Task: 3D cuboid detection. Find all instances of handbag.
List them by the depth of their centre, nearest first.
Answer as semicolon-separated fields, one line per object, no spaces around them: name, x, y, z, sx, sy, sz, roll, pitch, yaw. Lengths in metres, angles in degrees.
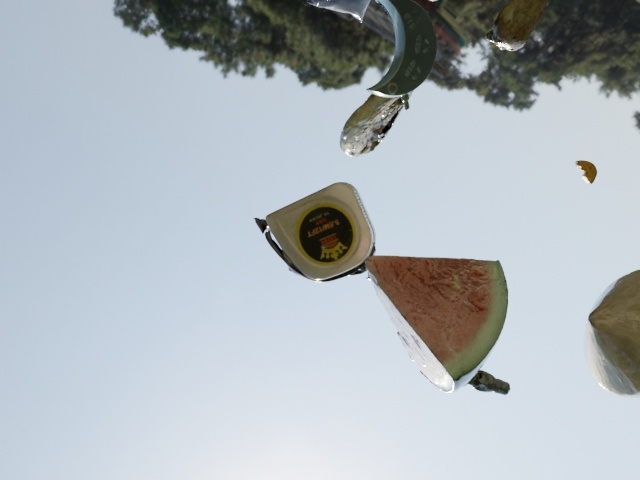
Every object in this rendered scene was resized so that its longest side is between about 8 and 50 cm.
handbag;0.082;-0.845;1.982;0.210;0.254;0.089;17;-119;-10

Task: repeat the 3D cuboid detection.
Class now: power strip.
power strip;0.192;-0.436;1.413;0.167;0.254;0.054;-2;-166;-19

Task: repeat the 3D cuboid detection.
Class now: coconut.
coconut;0.723;0.213;1.333;0.328;0.329;0.329;22;-134;-24

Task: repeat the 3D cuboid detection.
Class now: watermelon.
watermelon;0.245;0.137;1.184;0.292;0.250;0.283;32;-101;-29

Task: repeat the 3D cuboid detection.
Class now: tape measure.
tape measure;0.000;0.000;1.510;0.133;0.271;0.232;-11;-101;-79

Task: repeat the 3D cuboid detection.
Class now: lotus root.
lotus root;0.477;-0.535;1.413;0.094;0.191;0.108;24;-147;-20

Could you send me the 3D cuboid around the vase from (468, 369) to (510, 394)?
vase;0.353;0.328;1.458;0.211;0.060;0.060;13;-147;25

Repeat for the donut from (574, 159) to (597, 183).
donut;0.879;-0.234;2.012;0.083;0.067;0.038;17;-161;-8

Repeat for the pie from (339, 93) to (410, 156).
pie;0.180;-0.375;1.790;0.077;0.339;0.339;43;-139;7
